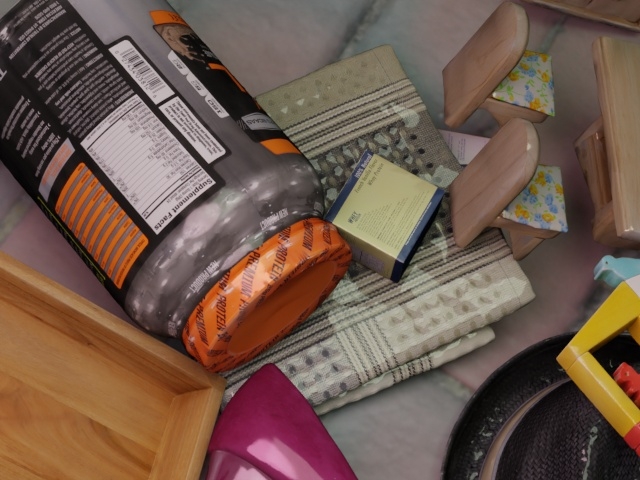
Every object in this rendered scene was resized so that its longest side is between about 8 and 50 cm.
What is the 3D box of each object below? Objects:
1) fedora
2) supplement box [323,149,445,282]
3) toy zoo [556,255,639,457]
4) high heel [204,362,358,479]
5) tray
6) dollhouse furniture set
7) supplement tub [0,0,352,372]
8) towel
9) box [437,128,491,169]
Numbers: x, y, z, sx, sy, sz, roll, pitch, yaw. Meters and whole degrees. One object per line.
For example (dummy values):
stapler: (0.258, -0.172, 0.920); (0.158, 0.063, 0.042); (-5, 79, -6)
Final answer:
fedora: (0.271, 0.214, 1.595); (0.334, 0.152, 0.334); (5, 65, -11)
supplement box: (0.056, -0.022, 1.625); (0.083, 0.056, 0.083); (28, 69, 7)
toy zoo: (0.338, 0.130, 1.552); (0.192, 0.030, 0.293); (-31, 72, -32)
high heel: (0.075, 0.254, 1.531); (0.377, 0.127, 0.181); (29, 64, -9)
tray: (-0.276, 0.121, 1.448); (0.411, 0.076, 0.203); (33, 59, -30)
dollhouse furniture set: (0.330, -0.180, 1.687); (0.362, 0.256, 0.394); (11, 57, -22)
supplement tub: (-0.139, -0.062, 1.547); (0.207, 0.207, 0.338); (-34, 73, -24)
towel: (0.000, 0.000, 1.674); (0.324, 0.056, 0.312); (-24, 71, -12)
box: (0.117, -0.069, 1.754); (0.136, 0.028, 0.081); (9, 65, -6)
